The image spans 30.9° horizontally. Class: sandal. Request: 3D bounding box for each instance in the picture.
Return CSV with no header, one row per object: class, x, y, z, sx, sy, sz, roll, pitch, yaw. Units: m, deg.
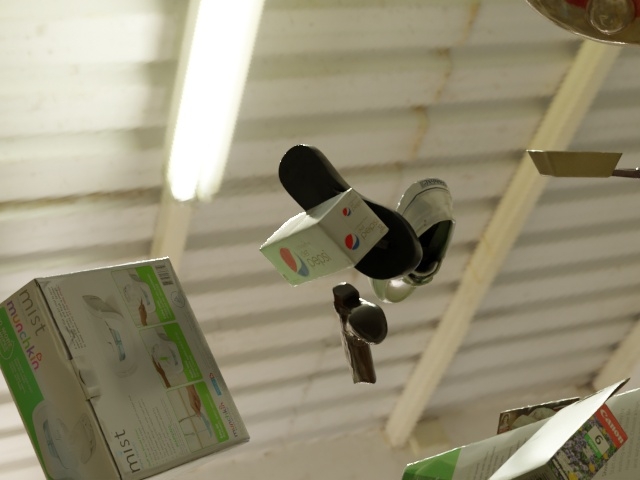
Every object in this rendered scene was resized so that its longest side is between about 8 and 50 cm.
sandal,0.028,-0.032,1.574,0.054,0.254,0.097,-4,-50,-58

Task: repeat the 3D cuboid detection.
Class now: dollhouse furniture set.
dollhouse furniture set,0.218,-0.085,0.839,0.114,0.091,0.081,-1,-84,-20

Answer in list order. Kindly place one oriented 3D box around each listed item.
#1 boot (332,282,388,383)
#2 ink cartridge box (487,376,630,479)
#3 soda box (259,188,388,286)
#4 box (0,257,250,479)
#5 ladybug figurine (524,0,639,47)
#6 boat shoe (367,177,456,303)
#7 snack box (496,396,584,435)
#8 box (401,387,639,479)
boot,0.046,0.113,1.187,0.037,0.106,0.114,-16,-57,-12
ink cartridge box,0.151,0.129,0.710,0.115,0.029,0.063,-29,-6,-45
soda box,0.000,0.000,1.501,0.069,0.074,0.216,-46,9,-23
box,-0.243,0.170,1.401,0.126,0.262,0.231,-33,-13,34
ladybug figurine,0.346,-0.359,1.202,0.305,0.449,0.162,11,-46,14
boat shoe,0.132,0.023,1.675,0.095,0.084,0.258,-5,-38,-15
snack box,0.299,0.256,1.574,0.022,0.064,0.178,22,-23,-21
box,0.160,0.234,0.847,0.058,0.232,0.322,43,-44,-21
